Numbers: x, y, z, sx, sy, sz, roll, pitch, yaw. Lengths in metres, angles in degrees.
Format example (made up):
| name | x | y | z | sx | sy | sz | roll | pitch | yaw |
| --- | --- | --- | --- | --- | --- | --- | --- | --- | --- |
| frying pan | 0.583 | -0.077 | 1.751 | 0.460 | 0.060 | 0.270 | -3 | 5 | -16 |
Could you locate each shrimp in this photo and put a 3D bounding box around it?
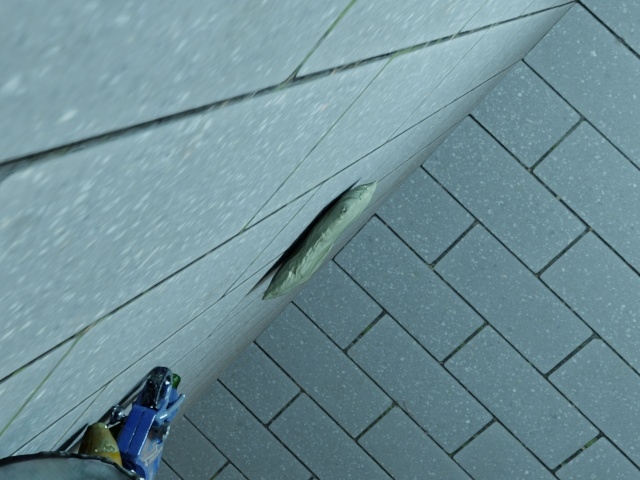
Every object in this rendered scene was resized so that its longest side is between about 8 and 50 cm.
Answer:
| name | x | y | z | sx | sy | sz | roll | pitch | yaw |
| --- | --- | --- | --- | --- | --- | --- | --- | --- | --- |
| shrimp | -0.253 | 0.311 | 1.022 | 0.051 | 0.217 | 0.115 | 4 | 143 | -22 |

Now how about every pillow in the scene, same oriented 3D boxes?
| name | x | y | z | sx | sy | sz | roll | pitch | yaw |
| --- | --- | --- | --- | --- | --- | --- | --- | --- | --- |
| pillow | 0.000 | 0.000 | 1.417 | 0.229 | 0.050 | 0.148 | -51 | 179 | 34 |

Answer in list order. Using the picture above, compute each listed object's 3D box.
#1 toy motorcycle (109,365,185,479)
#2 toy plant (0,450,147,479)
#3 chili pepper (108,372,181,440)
| name | x | y | z | sx | sy | sz | roll | pitch | yaw |
| --- | --- | --- | --- | --- | --- | --- | --- | --- | --- |
| toy motorcycle | -0.231 | 0.263 | 1.163 | 0.114 | 0.076 | 0.205 | 96 | 11 | -58 |
| toy plant | -0.243 | 0.311 | 0.808 | 0.247 | 0.247 | 0.332 | -44 | 180 | -22 |
| chili pepper | -0.297 | 0.305 | 1.302 | 0.279 | 0.065 | 0.122 | -51 | 171 | 21 |
